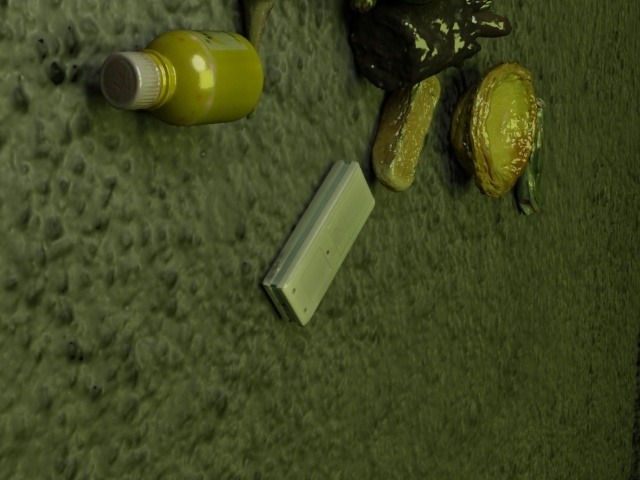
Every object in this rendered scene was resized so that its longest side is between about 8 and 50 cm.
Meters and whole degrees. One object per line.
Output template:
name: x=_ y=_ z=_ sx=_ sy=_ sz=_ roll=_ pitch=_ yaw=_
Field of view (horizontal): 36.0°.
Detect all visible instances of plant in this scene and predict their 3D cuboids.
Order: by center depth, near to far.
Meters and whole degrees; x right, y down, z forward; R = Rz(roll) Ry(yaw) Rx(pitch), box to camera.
plant: x=0.196 y=-0.385 z=1.726 sx=0.320 sy=0.194 sz=0.182 roll=-34 pitch=108 yaw=-37

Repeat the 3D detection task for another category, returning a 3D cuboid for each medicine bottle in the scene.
medicine bottle: x=-0.177 y=-0.203 z=1.233 sx=0.212 sy=0.121 sz=0.122 roll=-16 pitch=111 yaw=-56

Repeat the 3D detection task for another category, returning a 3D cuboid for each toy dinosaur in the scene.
toy dinosaur: x=-0.078 y=-0.333 z=1.413 sx=0.200 sy=0.072 sz=0.251 roll=57 pitch=40 yaw=-60

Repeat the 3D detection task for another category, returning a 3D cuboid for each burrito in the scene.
burrito: x=0.504 y=-0.196 z=2.371 sx=0.096 sy=0.066 sz=0.309 roll=-43 pitch=135 yaw=-48

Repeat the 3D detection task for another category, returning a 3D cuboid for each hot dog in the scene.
hot dog: x=0.148 y=-0.204 z=1.796 sx=0.084 sy=0.073 sz=0.243 roll=38 pitch=65 yaw=-52

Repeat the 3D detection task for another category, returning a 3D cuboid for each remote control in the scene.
remote control: x=0.000 y=0.000 z=1.631 sx=0.277 sy=0.055 sz=0.103 roll=-59 pitch=142 yaw=-29

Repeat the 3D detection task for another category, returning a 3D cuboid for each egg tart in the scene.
egg tart: x=0.356 y=-0.237 z=2.077 sx=0.294 sy=0.123 sz=0.294 roll=-20 pitch=116 yaw=-50

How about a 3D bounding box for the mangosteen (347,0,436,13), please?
mangosteen: x=0.143 y=-0.511 z=1.534 sx=0.300 sy=0.300 sz=0.301 roll=-21 pitch=115 yaw=-54
